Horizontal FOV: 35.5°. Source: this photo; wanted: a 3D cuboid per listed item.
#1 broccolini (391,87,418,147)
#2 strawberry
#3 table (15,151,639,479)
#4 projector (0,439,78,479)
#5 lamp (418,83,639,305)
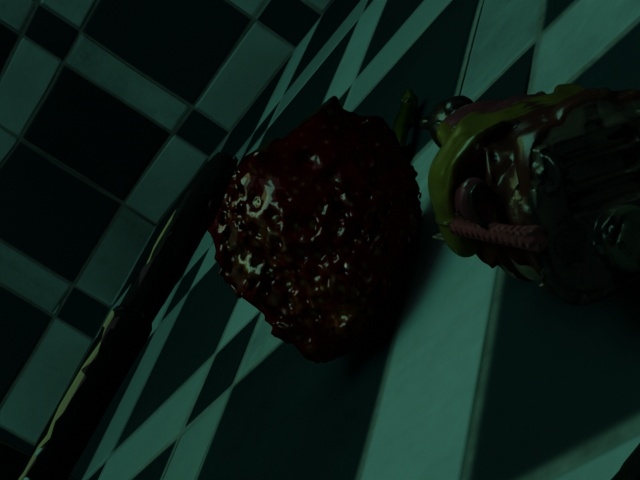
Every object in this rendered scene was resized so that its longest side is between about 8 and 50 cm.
[{"bbox_3d":[0.079,-0.077,1.022,0.254,0.071,0.058,-63,-29,-53],"label":"broccolini"},{"bbox_3d":[0.000,0.000,0.831,0.184,0.186,0.201,72,-174,-68],"label":"strawberry"},{"bbox_3d":[0.004,0.138,0.405,0.249,0.317,0.317,-49,5,-39],"label":"table"},{"bbox_3d":[-0.423,0.469,1.048,0.405,0.242,0.395,-47,15,31],"label":"projector"},{"bbox_3d":[0.115,-0.032,0.581,0.118,0.118,0.253,-57,14,-3],"label":"lamp"}]
